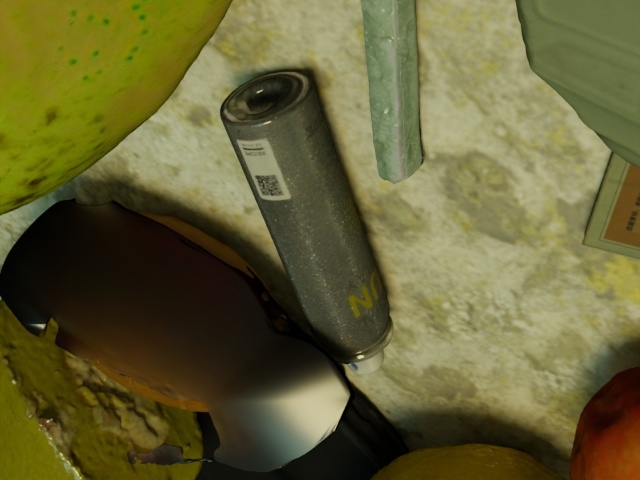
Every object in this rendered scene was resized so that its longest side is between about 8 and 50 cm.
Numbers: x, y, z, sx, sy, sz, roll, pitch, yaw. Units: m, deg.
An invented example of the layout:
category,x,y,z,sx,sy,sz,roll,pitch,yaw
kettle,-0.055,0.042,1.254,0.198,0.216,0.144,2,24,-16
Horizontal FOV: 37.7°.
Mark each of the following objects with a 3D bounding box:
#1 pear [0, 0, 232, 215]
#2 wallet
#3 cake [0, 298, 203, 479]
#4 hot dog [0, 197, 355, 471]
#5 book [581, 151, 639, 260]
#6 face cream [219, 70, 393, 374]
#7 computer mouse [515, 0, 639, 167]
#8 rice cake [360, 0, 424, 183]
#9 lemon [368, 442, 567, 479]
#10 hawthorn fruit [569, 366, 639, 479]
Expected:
category,x,y,z,sx,sy,sz,roll,pitch,yaw
pear,-0.213,-0.195,0.485,0.391,0.391,0.391,16,137,15
wallet,-0.115,0.211,1.045,0.406,0.062,0.228,-17,121,38
cake,-0.242,0.167,0.923,0.156,0.179,0.261,-41,75,38
hot dog,-0.124,0.087,0.852,0.326,0.107,0.194,43,101,13
book,0.309,-0.026,0.605,0.241,0.018,0.170,17,137,12
face cream,0.000,0.000,0.760,0.073,0.073,0.284,2,131,28
computer mouse,0.191,-0.184,0.424,0.228,0.145,0.429,9,146,32
rice cake,0.049,-0.124,0.642,0.033,0.033,0.208,19,140,27
lemon,0.135,0.318,0.846,0.293,0.293,0.293,16,137,15
hawthorn fruit,0.261,0.126,0.676,0.165,0.165,0.286,10,132,21
